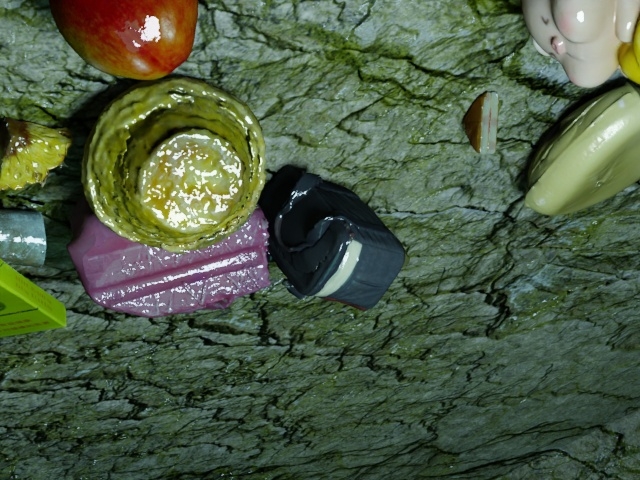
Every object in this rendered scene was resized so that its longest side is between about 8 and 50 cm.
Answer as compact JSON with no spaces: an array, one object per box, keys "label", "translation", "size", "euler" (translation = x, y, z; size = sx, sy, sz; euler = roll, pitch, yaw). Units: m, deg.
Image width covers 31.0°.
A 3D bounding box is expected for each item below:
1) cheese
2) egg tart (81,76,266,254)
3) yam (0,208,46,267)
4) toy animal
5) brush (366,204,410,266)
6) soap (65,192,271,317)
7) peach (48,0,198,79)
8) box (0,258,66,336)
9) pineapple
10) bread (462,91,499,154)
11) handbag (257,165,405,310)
[{"label":"cheese","translation":[0.506,-0.151,2.125],"size":[0.316,0.128,0.259],"euler":[-37,145,25]},{"label":"egg tart","translation":[-0.206,-0.104,1.714],"size":[0.294,0.123,0.294],"euler":[-7,111,-20]},{"label":"yam","translation":[-0.552,-0.010,1.781],"size":[0.259,0.093,0.093],"euler":[4,139,-33]},{"label":"toy animal","translation":[0.409,-0.357,1.678],"size":[0.246,0.278,0.345],"euler":[-4,148,-1]},{"label":"brush","translation":[0.080,0.014,2.184],"size":[0.123,0.059,0.197],"euler":[-31,146,9]},{"label":"soap","translation":[-0.248,0.012,1.882],"size":[0.324,0.127,0.220],"euler":[-13,113,-17]},{"label":"peach","translation":[-0.251,-0.302,1.455],"size":[0.197,0.197,0.197],"euler":[-14,146,-10]},{"label":"box","translation":[-0.560,0.093,1.862],"size":[0.187,0.047,0.335],"euler":[-9,160,8]},{"label":"pineapple","translation":[-0.434,-0.138,1.698],"size":[0.137,0.069,0.116],"euler":[-29,141,-4]},{"label":"bread","translation":[0.276,-0.204,1.995],"size":[0.043,0.062,0.109],"euler":[0,99,-32]},{"label":"handbag","translation":[0.000,0.000,1.951],"size":[0.181,0.254,0.181],"euler":[17,115,-41]}]
